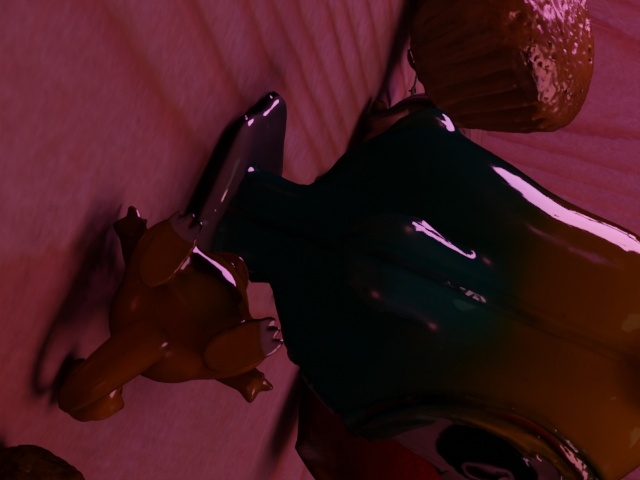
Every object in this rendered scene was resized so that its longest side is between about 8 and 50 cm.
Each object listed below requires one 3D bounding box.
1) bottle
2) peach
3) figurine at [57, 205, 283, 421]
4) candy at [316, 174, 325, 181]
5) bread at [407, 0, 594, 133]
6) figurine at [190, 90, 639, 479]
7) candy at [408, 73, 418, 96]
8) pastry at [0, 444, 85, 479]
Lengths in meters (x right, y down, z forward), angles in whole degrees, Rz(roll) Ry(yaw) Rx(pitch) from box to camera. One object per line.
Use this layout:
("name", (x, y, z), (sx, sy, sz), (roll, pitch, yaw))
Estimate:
("bottle", (0.092, -0.099, 1.568), (0.209, 0.097, 0.110), (-41, 117, -73))
("peach", (0.116, 0.172, 1.866), (0.281, 0.281, 0.338), (86, 27, -73))
("figurine", (-0.089, 0.052, 0.832), (0.122, 0.121, 0.176), (-40, -179, -1))
("candy", (0.000, 0.000, 1.409), (0.062, 0.038, 0.122), (-34, 145, -76))
("bread", (0.190, -0.217, 1.557), (0.240, 0.139, 0.240), (30, 51, -46))
("figurine", (0.089, 0.040, 1.019), (0.323, 0.340, 0.231), (55, 57, -82))
("candy", (0.105, -0.171, 1.746), (0.023, 0.025, 0.083), (-122, -142, -65))
("pastry", (-0.151, 0.149, 0.744), (0.097, 0.057, 0.109), (-64, 170, 7))
